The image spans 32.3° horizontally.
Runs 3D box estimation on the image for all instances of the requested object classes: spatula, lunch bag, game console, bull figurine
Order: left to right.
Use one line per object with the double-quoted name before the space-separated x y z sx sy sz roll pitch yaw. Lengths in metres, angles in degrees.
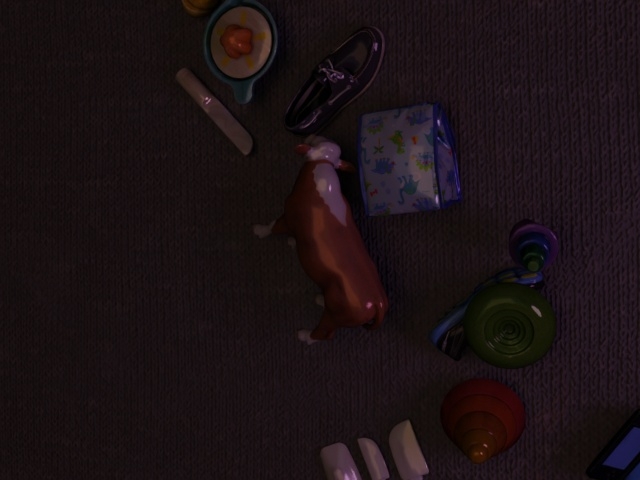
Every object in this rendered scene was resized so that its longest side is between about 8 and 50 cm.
"bull figurine" 0.000 0.000 1.633 0.188 0.101 0.310 -38 66 49
"spatula" 0.104 0.408 1.668 0.168 0.019 0.242 -23 83 20
"lunch bag" 0.125 -0.117 1.592 0.129 0.096 0.151 -7 98 27
"game console" 0.433 0.295 1.466 0.122 0.107 0.071 -56 41 17

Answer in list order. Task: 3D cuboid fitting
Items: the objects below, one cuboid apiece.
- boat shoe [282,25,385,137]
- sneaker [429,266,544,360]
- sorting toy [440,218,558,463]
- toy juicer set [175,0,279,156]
"boat shoe" 0.018 -0.236 1.659 0.075 0.065 0.206 48 111 18
"sneaker" 0.242 0.103 1.567 0.188 0.067 0.078 -40 96 21
"sorting toy" 0.245 0.157 1.481 0.127 0.126 0.365 15 111 7
"toy juicer set" -0.151 -0.321 1.729 0.209 0.089 0.329 27 104 23
